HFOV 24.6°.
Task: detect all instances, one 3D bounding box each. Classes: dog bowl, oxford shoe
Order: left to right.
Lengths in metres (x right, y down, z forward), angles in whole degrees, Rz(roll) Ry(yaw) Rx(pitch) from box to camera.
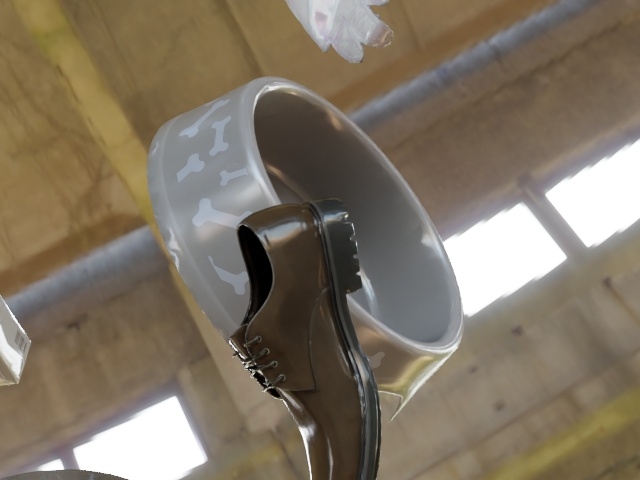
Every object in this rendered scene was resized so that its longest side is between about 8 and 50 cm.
[{"bbox_3d":[-0.017,0.087,1.004,0.096,0.227,0.083,-6,-15,-23],"label":"oxford shoe"},{"bbox_3d":[0.000,0.000,1.346,0.102,0.349,0.348,-37,-43,23],"label":"dog bowl"}]

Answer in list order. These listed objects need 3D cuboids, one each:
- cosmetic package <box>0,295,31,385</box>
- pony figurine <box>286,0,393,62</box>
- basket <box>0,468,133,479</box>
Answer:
[{"bbox_3d":[-0.368,0.045,1.368,0.098,0.060,0.239,-9,-48,16],"label":"cosmetic package"},{"bbox_3d":[0.031,-0.376,1.375,0.363,0.351,0.303,-15,-48,-33],"label":"pony figurine"},{"bbox_3d":[-0.112,0.228,0.647,0.154,0.227,0.204,-2,-43,-13],"label":"basket"}]
